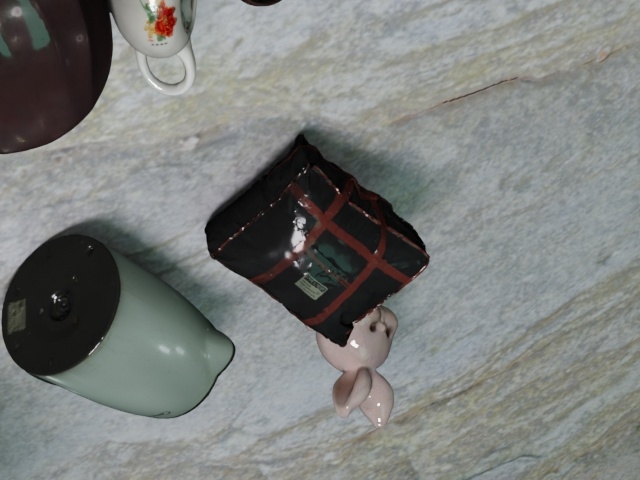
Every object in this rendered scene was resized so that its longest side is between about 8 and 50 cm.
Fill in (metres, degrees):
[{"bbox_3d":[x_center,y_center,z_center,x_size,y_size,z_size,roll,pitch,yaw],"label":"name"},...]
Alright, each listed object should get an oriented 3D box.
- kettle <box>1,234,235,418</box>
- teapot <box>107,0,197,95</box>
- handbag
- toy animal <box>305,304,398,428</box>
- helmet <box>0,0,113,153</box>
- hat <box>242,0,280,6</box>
[{"bbox_3d":[-0.245,0.114,2.205,0.221,0.161,0.236,-18,152,27],"label":"kettle"},{"bbox_3d":[-0.157,-0.240,1.878,0.092,0.145,0.226,5,126,7],"label":"teapot"},{"bbox_3d":[0.000,0.000,2.222,0.215,0.155,0.169,37,102,-24],"label":"handbag"},{"bbox_3d":[0.048,0.116,2.354,0.124,0.212,0.124,-20,148,-13],"label":"toy animal"},{"bbox_3d":[-0.305,-0.201,1.786,0.225,0.177,0.305,-30,144,-1],"label":"helmet"},{"bbox_3d":[-0.080,-0.325,1.892,0.193,0.082,0.193,-23,117,-56],"label":"hat"}]
